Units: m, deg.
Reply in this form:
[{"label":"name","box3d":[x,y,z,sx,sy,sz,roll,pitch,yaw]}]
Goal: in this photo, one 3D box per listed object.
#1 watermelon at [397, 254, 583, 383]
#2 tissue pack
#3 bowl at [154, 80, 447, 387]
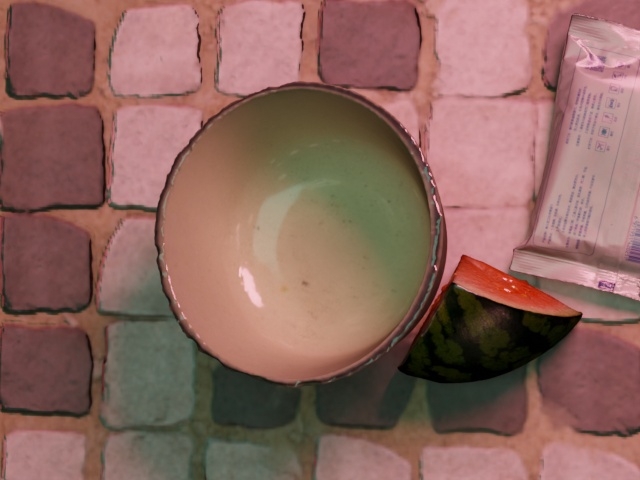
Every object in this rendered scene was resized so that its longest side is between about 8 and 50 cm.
[{"label":"watermelon","box3d":[0.122,0.051,1.080,0.135,0.125,0.094,-3,53,-18]},{"label":"tissue pack","box3d":[0.219,-0.058,1.081,0.123,0.026,0.193,14,90,9]},{"label":"bowl","box3d":[0.000,0.000,1.061,0.211,0.112,0.211,-3,83,21]}]
